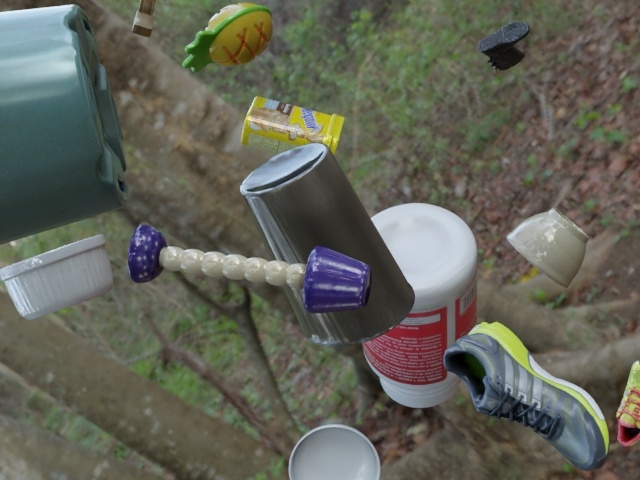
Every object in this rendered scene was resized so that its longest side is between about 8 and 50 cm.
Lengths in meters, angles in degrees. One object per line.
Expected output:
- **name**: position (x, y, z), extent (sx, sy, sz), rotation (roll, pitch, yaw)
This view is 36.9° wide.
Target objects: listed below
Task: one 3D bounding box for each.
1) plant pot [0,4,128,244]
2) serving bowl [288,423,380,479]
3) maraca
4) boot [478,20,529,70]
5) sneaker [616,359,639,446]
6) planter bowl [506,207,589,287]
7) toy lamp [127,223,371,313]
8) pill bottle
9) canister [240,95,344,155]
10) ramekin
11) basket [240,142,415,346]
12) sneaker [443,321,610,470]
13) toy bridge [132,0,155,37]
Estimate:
- **plant pot**: position (-0.424, -0.129, 1.163), extent (0.334, 0.341, 0.341), rotation (-12, 8, -3)
- **serving bowl**: position (0.013, 0.206, 0.881), extent (0.083, 0.083, 0.027), rotation (-53, 4, 7)
- **maraca**: position (-0.162, -0.355, 1.689), extent (0.185, 0.099, 0.127), rotation (-30, -20, -25)
- **boot**: position (0.398, -0.404, 2.008), extent (0.121, 0.099, 0.045), rotation (-22, 60, 30)
- **sneaker**: position (0.640, 0.335, 1.931), extent (0.094, 0.081, 0.209), rotation (-32, -50, -34)
- **planter bowl**: position (0.474, 0.003, 1.951), extent (0.109, 0.162, 0.162), rotation (-52, 8, 14)
- **toy lamp**: position (-0.079, 0.035, 1.096), extent (0.080, 0.274, 0.080), rotation (7, -90, -76)
- **pill bottle**: position (0.187, 0.142, 1.857), extent (0.408, 0.229, 0.229), rotation (81, -150, -47)
- **canister**: position (-0.050, -0.198, 1.742), extent (0.126, 0.169, 0.073), rotation (-76, 1, -57)
- **ramekin**: position (-0.492, 0.073, 1.816), extent (0.207, 0.109, 0.207), rotation (-20, 2, 1)
- **basket**: position (0.000, 0.000, 1.259), extent (0.154, 0.227, 0.204), rotation (-35, 23, -18)
- **sneaker**: position (0.303, 0.246, 1.452), extent (0.121, 0.300, 0.111), rotation (-16, -49, -37)
- **toy bridge**: position (-0.200, -0.344, 1.182), extent (0.188, 0.026, 0.063), rotation (116, 160, -45)
